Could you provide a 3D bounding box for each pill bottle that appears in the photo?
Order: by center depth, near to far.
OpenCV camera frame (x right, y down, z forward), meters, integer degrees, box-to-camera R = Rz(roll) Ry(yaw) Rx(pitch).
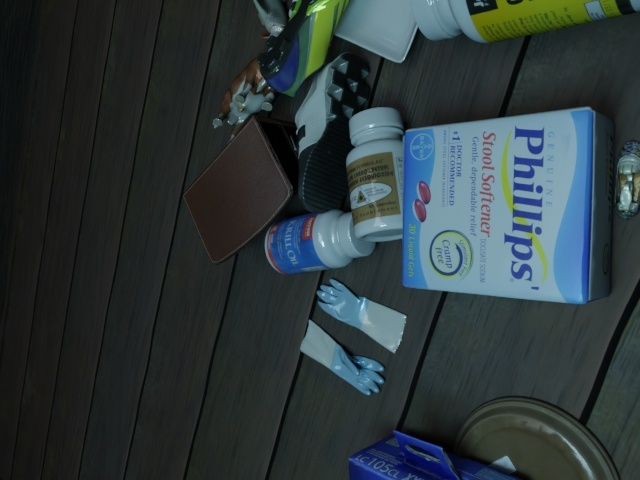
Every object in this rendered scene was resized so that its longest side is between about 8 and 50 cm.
[{"bbox_3d":[0.309,-0.402,0.770,0.333,0.187,0.188,2,92,41],"label":"pill bottle"},{"bbox_3d":[0.115,-0.121,0.972,0.131,0.131,0.230,-15,76,40],"label":"pill bottle"},{"bbox_3d":[0.000,0.000,1.081,0.221,0.124,0.124,-12,83,40],"label":"pill bottle"}]

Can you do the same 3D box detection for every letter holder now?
[{"bbox_3d":[-0.144,-0.098,1.188,0.302,0.152,0.215,-39,68,34],"label":"letter holder"}]

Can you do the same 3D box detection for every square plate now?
[{"bbox_3d":[0.114,-0.563,1.026,0.344,0.049,0.347,37,113,34],"label":"square plate"}]

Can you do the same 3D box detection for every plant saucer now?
[{"bbox_3d":[0.338,0.400,0.852,0.277,0.041,0.278,1,92,41],"label":"plant saucer"}]

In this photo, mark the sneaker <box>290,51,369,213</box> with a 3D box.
[{"bbox_3d":[0.005,-0.208,1.074,0.146,0.122,0.331,-3,69,53],"label":"sneaker"}]

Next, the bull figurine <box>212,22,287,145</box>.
[{"bbox_3d":[-0.148,-0.345,1.181,0.310,0.101,0.189,-37,28,51],"label":"bull figurine"}]

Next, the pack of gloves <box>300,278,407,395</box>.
[{"bbox_3d":[0.051,0.201,1.091,0.232,0.046,0.195,25,107,37],"label":"pack of gloves"}]

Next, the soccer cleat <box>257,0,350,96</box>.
[{"bbox_3d":[-0.009,-0.421,1.044,0.289,0.121,0.093,-52,48,5],"label":"soccer cleat"}]

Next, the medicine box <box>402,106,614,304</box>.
[{"bbox_3d":[0.287,-0.050,0.818,0.289,0.149,0.264,2,92,41],"label":"medicine box"}]

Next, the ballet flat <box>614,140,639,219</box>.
[{"bbox_3d":[0.447,-0.087,0.753,0.041,0.041,0.115,5,93,40],"label":"ballet flat"}]

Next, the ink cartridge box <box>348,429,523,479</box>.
[{"bbox_3d":[0.191,0.506,0.868,0.269,0.151,0.396,2,96,47],"label":"ink cartridge box"}]

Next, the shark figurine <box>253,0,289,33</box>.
[{"bbox_3d":[-0.119,-0.589,1.175,0.116,0.278,0.166,-28,33,-1],"label":"shark figurine"}]
